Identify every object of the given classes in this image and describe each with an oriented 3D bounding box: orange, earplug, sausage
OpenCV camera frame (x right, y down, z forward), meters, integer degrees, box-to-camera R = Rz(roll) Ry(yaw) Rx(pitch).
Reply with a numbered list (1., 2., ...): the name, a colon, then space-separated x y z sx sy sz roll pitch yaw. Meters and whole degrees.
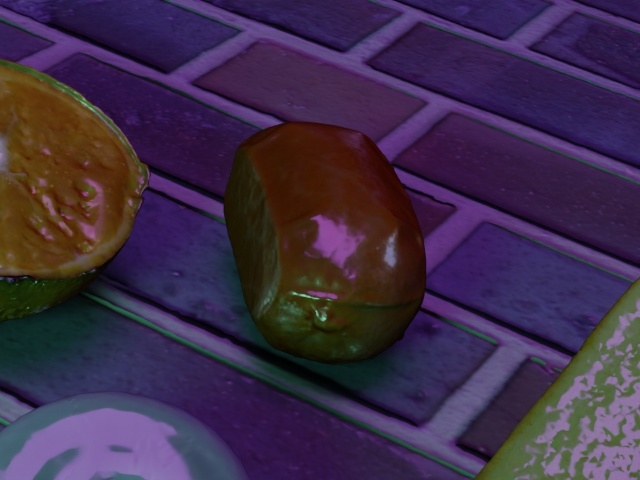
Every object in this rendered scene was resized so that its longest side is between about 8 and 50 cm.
1. orange: -0.316 -0.052 1.382 0.274 0.274 0.310 35 -3 35
2. earplug: -0.141 0.220 1.061 0.214 0.175 0.325 10 32 -3
3. sausage: 0.001 0.000 1.465 0.141 0.153 0.268 6 32 -17

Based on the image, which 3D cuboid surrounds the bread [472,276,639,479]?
1. bread: 0.246 0.166 1.196 0.233 0.245 0.361 30 34 28
